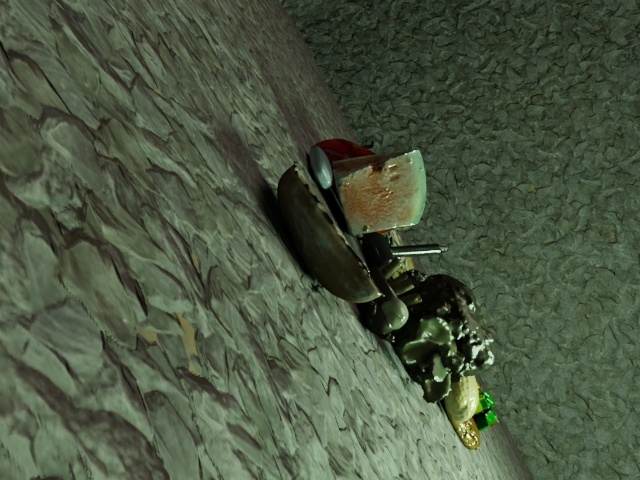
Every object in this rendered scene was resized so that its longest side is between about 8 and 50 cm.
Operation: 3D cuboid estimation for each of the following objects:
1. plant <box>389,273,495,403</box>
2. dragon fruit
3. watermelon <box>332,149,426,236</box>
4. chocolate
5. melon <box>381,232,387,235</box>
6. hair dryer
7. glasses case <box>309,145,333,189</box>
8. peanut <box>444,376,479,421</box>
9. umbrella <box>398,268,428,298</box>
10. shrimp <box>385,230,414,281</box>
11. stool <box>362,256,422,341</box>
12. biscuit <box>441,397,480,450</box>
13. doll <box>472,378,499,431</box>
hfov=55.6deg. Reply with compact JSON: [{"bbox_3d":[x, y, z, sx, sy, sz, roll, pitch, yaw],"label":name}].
[{"bbox_3d":[0.268,0.215,1.351,0.215,0.213,0.312,63,11,-6],"label":"plant"},{"bbox_3d":[0.153,-0.179,1.770,0.282,0.100,0.343,-19,73,-45],"label":"dragon fruit"},{"bbox_3d":[0.131,-0.128,1.555,0.201,0.262,0.212,-14,93,-58],"label":"watermelon"},{"bbox_3d":[-0.001,-0.001,1.006,0.261,0.083,0.161,56,3,-9],"label":"chocolate"},{"bbox_3d":[0.157,-0.065,1.823,0.098,0.098,0.130,40,25,-62],"label":"melon"},{"bbox_3d":[0.243,0.043,1.666,0.070,0.248,0.114,106,-24,-43],"label":"hair dryer"},{"bbox_3d":[0.002,-0.189,1.564,0.067,0.045,0.178,59,10,-27],"label":"glasses case"},{"bbox_3d":[0.357,0.367,1.577,0.090,0.099,0.214,29,39,-24],"label":"peanut"},{"bbox_3d":[0.283,0.227,1.592,0.154,0.128,0.336,83,-4,-47],"label":"umbrella"},{"bbox_3d":[0.210,0.019,1.943,0.444,0.085,0.272,68,17,10],"label":"shrimp"},{"bbox_3d":[0.138,0.121,1.249,0.125,0.121,0.217,60,6,-18],"label":"stool"},{"bbox_3d":[0.381,0.472,1.672,0.225,0.042,0.226,57,13,-21],"label":"biscuit"},{"bbox_3d":[0.460,0.484,1.827,0.134,0.106,0.186,34,29,-57],"label":"doll"}]
